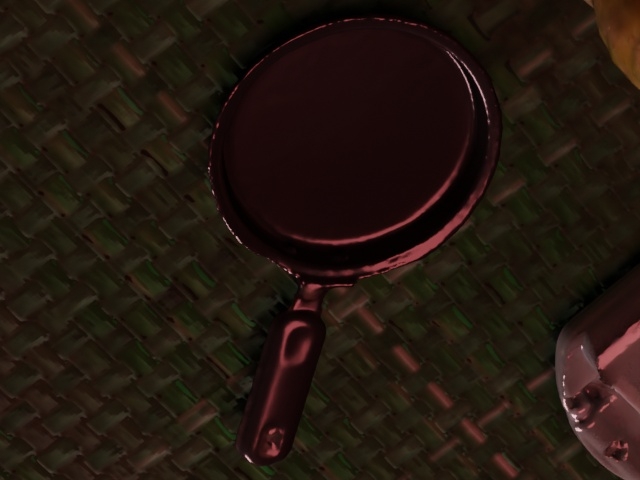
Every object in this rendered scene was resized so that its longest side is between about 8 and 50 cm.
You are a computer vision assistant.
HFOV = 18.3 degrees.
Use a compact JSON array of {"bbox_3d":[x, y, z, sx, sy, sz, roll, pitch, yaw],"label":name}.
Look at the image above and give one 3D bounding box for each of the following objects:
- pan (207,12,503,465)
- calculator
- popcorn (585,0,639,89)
[{"bbox_3d":[0.000,0.000,0.920,0.136,0.028,0.235,10,114,-19],"label":"pan"},{"bbox_3d":[0.231,0.031,0.989,0.246,0.045,0.141,-41,121,11],"label":"calculator"},{"bbox_3d":[0.192,-0.155,0.771,0.259,0.212,0.259,-37,140,-40],"label":"popcorn"}]
